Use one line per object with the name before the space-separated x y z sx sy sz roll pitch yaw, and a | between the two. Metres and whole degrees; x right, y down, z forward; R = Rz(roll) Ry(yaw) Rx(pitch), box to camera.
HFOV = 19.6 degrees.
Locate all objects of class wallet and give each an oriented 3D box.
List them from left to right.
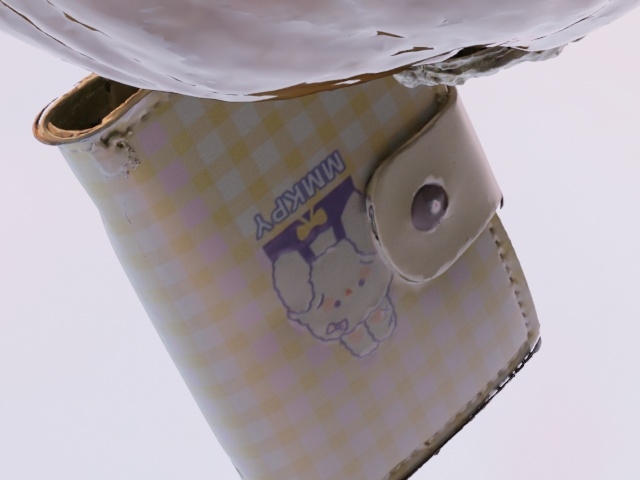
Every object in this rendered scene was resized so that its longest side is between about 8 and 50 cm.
wallet | 0.000 0.000 0.992 0.223 0.309 0.077 -37 -140 -18

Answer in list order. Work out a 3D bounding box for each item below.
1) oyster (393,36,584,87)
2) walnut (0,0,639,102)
oyster | 0.044 -0.092 0.660 0.098 0.037 0.100 -37 -112 -12
walnut | -0.019 -0.184 0.399 0.252 0.313 0.277 -32 -161 -37
